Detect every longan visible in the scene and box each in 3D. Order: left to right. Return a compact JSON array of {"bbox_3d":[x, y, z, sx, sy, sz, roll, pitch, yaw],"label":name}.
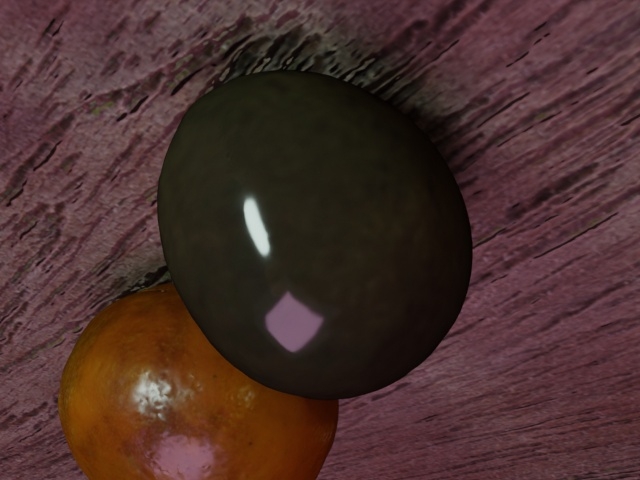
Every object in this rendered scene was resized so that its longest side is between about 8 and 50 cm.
[{"bbox_3d":[0.000,0.000,0.633,0.215,0.246,0.246,-12,141,7],"label":"longan"}]

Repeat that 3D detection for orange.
[{"bbox_3d":[-0.122,0.172,0.891,0.283,0.226,0.284,11,151,6],"label":"orange"}]
